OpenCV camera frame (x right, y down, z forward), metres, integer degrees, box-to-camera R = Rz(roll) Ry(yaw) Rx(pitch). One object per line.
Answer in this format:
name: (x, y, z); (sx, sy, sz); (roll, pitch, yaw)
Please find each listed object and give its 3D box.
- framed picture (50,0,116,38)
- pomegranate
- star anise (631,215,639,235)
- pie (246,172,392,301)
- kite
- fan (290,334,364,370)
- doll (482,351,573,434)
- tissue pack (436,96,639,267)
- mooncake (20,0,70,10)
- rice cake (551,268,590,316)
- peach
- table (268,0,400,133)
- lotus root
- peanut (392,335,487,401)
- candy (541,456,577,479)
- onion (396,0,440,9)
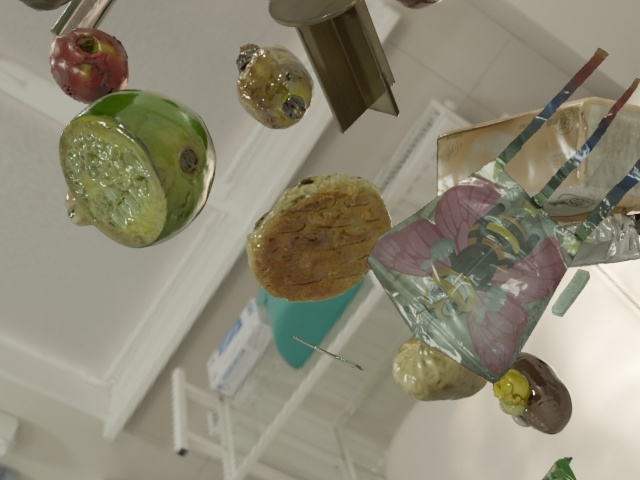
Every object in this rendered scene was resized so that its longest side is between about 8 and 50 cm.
framed picture: (-0.411, -0.474, 1.714); (0.289, 0.020, 0.211); (-60, 5, -10)
pomegranate: (-0.225, -0.084, 1.168); (0.159, 0.190, 0.240); (-40, -17, -49)
star anise: (0.701, -0.070, 1.911); (0.220, 0.214, 0.099); (-36, 26, 1)
pie: (0.000, 0.000, 1.914); (0.339, 0.339, 0.083); (-51, 43, 24)
kite: (0.223, -0.027, 0.971); (0.360, 0.204, 0.022); (-46, -15, 9)
fan: (0.019, 0.156, 1.224); (0.005, 0.113, 0.175); (-64, 18, -7)
doll: (0.304, 0.223, 1.380); (0.096, 0.188, 0.145); (-51, 26, 17)
tissue pack: (0.345, -0.069, 1.337); (0.306, 0.239, 0.238); (-7, 56, 57)
mooncake: (-0.373, -0.482, 1.206); (0.187, 0.324, 0.324); (-21, 31, 7)
rice cake: (0.576, 0.120, 2.087); (0.033, 0.029, 0.171); (13, 40, 35)
peach: (-0.402, -0.291, 1.591); (0.172, 0.127, 0.092); (86, -177, -60)
table: (0.039, -0.287, 1.380); (0.167, 0.226, 0.167); (-15, 42, 14)
lotus root: (-0.099, -0.339, 2.033); (0.169, 0.141, 0.314); (-52, 40, 16)
peanut: (0.219, 0.216, 1.594); (0.129, 0.224, 0.129); (-4, 83, 41)
candy: (0.421, 0.459, 1.576); (0.203, 0.078, 0.141); (-6, -88, -75)
onion: (0.203, -0.520, 1.839); (0.151, 0.098, 0.206); (-29, 14, -14)
